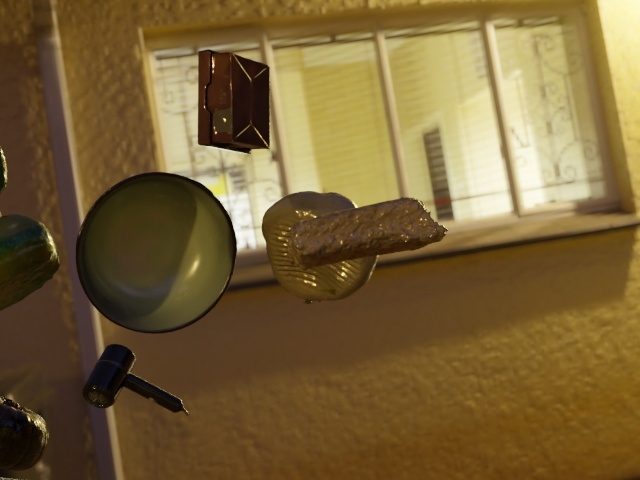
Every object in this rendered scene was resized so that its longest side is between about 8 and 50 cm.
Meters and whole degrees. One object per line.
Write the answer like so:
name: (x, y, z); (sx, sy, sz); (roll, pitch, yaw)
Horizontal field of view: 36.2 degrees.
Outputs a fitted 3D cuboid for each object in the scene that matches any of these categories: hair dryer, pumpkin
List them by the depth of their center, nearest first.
hair dryer: (-0.369, 0.313, 2.010); (0.219, 0.124, 0.071); (29, -46, -10)
pumpkin: (-0.715, 0.428, 2.173); (0.223, 0.157, 0.224); (22, -7, 3)

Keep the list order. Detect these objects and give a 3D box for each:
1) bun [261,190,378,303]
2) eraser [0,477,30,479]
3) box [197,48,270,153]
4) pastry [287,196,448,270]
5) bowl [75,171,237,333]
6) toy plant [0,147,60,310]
bun: (0.000, 0.000, 1.967); (0.259, 0.259, 0.160); (-12, 28, 33)
eraser: (-0.377, 0.350, 1.175); (0.111, 0.077, 0.352); (-48, -14, -9)
box: (-0.193, -0.313, 2.234); (0.086, 0.215, 0.215); (1, 0, 22)
pastry: (0.071, -0.011, 1.543); (0.258, 0.089, 0.121); (-13, 3, 0)
bowl: (-0.376, 0.014, 2.178); (0.353, 0.354, 0.185); (-8, 13, -18)
toy plant: (-0.569, -0.046, 1.551); (0.224, 0.316, 0.184); (-28, -9, -40)
